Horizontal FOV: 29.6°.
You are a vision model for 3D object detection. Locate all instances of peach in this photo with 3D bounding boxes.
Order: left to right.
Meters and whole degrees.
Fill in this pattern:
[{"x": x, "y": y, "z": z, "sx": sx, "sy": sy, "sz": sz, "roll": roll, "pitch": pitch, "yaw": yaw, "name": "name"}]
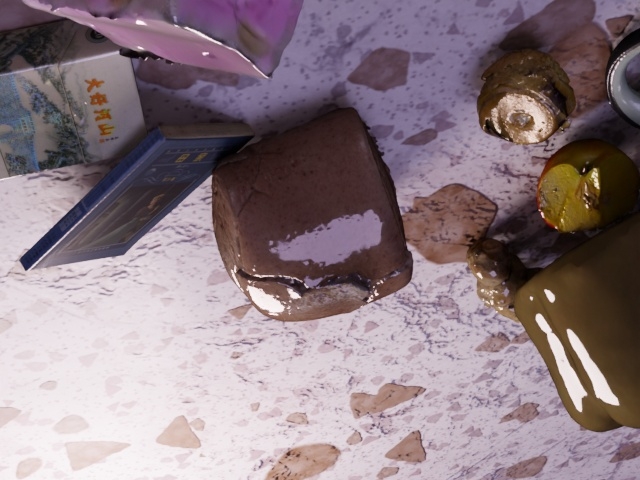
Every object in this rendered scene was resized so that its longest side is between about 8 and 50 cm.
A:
[{"x": 0.375, "y": -0.082, "z": 1.688, "sx": 0.151, "sy": 0.118, "sz": 0.151, "roll": 2, "pitch": 122, "yaw": 4, "name": "peach"}]

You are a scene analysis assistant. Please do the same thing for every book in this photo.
[{"x": -0.222, "y": -0.054, "z": 1.476, "sx": 0.269, "sy": 0.025, "sz": 0.191, "roll": -39, "pitch": 167, "yaw": 26, "name": "book"}]

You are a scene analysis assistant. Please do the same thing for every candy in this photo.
[{"x": -0.151, "y": -0.235, "z": 1.131, "sx": 0.155, "sy": 0.265, "sz": 0.115, "roll": 24, "pitch": 87, "yaw": -43, "name": "candy"}]

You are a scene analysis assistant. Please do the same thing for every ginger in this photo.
[{"x": 0.282, "y": 0.058, "z": 1.858, "sx": 0.104, "sy": 0.080, "sz": 0.204, "roll": -44, "pitch": 141, "yaw": 11, "name": "ginger"}]

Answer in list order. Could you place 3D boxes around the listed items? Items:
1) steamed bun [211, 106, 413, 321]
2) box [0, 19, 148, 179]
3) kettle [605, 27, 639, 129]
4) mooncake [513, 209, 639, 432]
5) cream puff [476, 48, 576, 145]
[{"x": 0.000, "y": 0.000, "z": 1.549, "sx": 0.252, "sy": 0.199, "sz": 0.301, "roll": -24, "pitch": 145, "yaw": -4, "name": "steamed bun"}, {"x": -0.329, "y": -0.149, "z": 1.338, "sx": 0.257, "sy": 0.069, "sz": 0.164, "roll": -13, "pitch": 144, "yaw": -7, "name": "box"}, {"x": 0.478, "y": -0.214, "z": 1.541, "sx": 0.221, "sy": 0.161, "sz": 0.236, "roll": 9, "pitch": 148, "yaw": 10, "name": "kettle"}, {"x": 0.513, "y": 0.069, "z": 1.695, "sx": 0.467, "sy": 0.262, "sz": 0.467, "roll": -30, "pitch": 173, "yaw": -4, "name": "mooncake"}, {"x": 0.257, "y": -0.184, "z": 1.510, "sx": 0.119, "sy": 0.104, "sz": 0.133, "roll": 8, "pitch": 140, "yaw": 19, "name": "cream puff"}]
